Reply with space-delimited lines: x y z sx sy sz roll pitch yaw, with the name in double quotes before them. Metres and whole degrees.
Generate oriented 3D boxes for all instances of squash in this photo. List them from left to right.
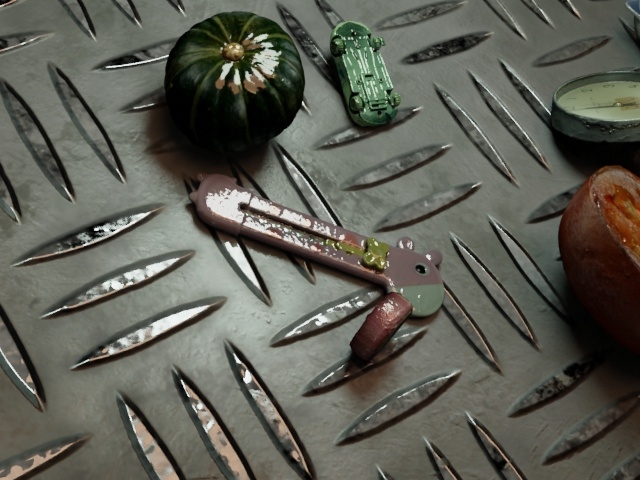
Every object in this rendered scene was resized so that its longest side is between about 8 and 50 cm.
"squash" -0.127 -0.230 1.389 0.218 0.172 0.218 7 64 -14

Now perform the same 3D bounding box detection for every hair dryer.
"hair dryer" 0.567 -0.099 1.533 0.089 0.251 0.197 -44 76 8

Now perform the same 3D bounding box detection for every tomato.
"tomato" 0.471 0.052 1.427 0.338 0.144 0.338 31 39 -29

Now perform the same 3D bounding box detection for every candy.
"candy" 0.082 0.116 1.288 0.043 0.103 0.103 40 55 8

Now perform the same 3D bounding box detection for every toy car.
"toy car" 0.069 -0.272 1.557 0.093 0.058 0.186 -11 75 -26

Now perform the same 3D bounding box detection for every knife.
"knife" 0.000 0.000 1.372 0.399 0.038 0.132 20 52 -6

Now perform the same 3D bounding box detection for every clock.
"clock" 0.508 -0.231 1.619 0.226 0.049 0.226 -5 30 3

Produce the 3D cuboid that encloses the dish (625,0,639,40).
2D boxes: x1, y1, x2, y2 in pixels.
"dish" 0.685 -0.413 1.851 0.236 0.086 0.228 -18 65 -28
